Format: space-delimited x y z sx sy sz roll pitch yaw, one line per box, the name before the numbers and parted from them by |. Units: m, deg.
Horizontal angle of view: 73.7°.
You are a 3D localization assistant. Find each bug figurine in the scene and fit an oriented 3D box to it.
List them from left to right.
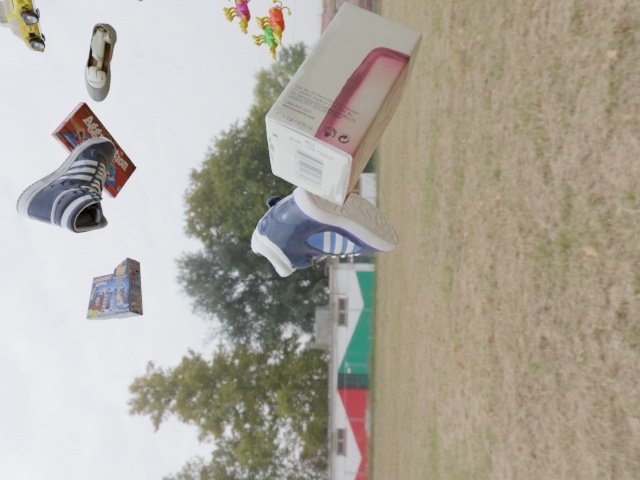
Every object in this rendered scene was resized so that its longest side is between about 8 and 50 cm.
bug figurine | -0.186 -0.633 1.181 0.072 0.279 0.216 -48 -4 -7

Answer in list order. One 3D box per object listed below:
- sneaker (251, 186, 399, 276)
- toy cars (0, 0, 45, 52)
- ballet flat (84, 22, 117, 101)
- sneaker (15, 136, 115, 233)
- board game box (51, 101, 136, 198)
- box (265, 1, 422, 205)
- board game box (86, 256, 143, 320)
sneaker | 0.000 0.000 0.985 0.323 0.236 0.130 19 -138 -40
toy cars | -0.778 -0.588 1.106 0.394 0.087 0.176 41 135 50
ballet flat | -0.613 -0.488 1.173 0.068 0.072 0.213 -103 31 -70
sneaker | -0.531 -0.127 0.995 0.099 0.153 0.282 105 -172 -49
board game box | -0.703 -0.278 1.353 0.281 0.027 0.145 69 -146 -53
box | 0.034 -0.194 0.626 0.232 0.127 0.148 -60 -8 -19
board game box | -0.673 0.161 1.425 0.060 0.194 0.193 43 -139 -58
